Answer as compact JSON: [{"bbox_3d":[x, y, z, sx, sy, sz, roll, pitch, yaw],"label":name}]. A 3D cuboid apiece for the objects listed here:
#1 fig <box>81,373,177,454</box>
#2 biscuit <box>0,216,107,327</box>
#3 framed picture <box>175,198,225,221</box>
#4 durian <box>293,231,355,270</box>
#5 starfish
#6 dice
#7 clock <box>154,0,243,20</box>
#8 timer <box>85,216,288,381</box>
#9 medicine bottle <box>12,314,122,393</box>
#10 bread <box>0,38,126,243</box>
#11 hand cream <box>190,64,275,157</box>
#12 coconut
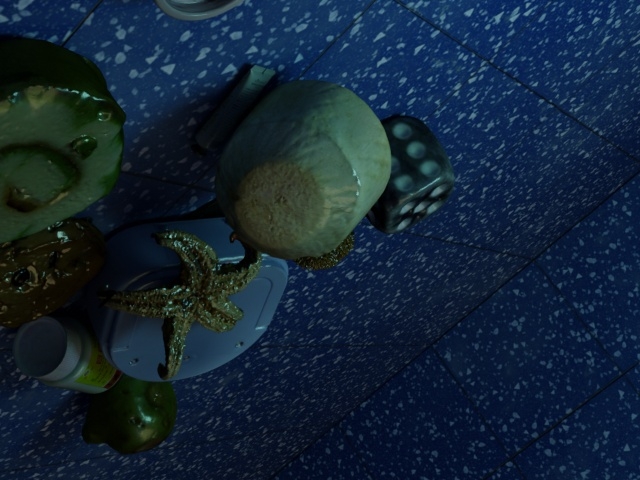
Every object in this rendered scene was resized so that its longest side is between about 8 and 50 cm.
[{"bbox_3d":[-0.476,0.410,2.389,0.275,0.206,0.206,-25,165,30],"label":"fig"},{"bbox_3d":[-0.503,0.067,1.765,0.296,0.075,0.296,-28,157,-13],"label":"biscuit"},{"bbox_3d":[-0.252,0.023,2.108,0.244,0.013,0.324,-30,157,-11],"label":"framed picture"},{"bbox_3d":[0.000,0.000,2.262,0.158,0.137,0.168,-16,151,9],"label":"durian"},{"bbox_3d":[-0.238,0.100,1.777,0.303,0.113,0.312,-4,126,-37],"label":"starfish"},{"bbox_3d":[0.162,-0.136,2.134,0.181,0.182,0.183,-30,159,-14],"label":"dice"},{"bbox_3d":[-0.150,-0.386,1.347,0.197,0.068,0.197,-28,157,-13],"label":"clock"},{"bbox_3d":[-0.276,0.120,2.005,0.395,0.173,0.395,-21,144,-16],"label":"timer"},{"bbox_3d":[-0.493,0.224,2.012,0.139,0.139,0.225,-37,158,6],"label":"medicine bottle"},{"bbox_3d":[-0.454,-0.108,1.405,0.382,0.129,0.366,-37,158,7],"label":"bread"},{"bbox_3d":[-0.152,-0.220,1.723,0.194,0.042,0.067,-49,153,20],"label":"hand cream"},{"bbox_3d":[-0.025,-0.129,1.754,0.329,0.329,0.329,-29,157,-13],"label":"coconut"}]
